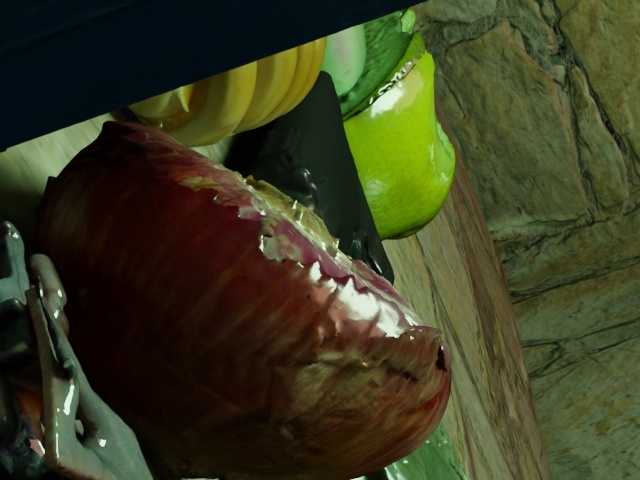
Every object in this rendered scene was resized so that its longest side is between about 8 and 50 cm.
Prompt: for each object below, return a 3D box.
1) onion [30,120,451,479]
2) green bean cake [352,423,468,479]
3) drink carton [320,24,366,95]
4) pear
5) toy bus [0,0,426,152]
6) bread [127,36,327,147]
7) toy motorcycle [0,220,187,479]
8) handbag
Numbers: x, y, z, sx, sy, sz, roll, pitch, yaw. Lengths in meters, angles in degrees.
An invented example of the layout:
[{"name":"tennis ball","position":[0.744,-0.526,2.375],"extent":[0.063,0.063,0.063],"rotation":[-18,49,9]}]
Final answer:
[{"name":"onion","position":[-0.050,0.052,0.611],"extent":[0.230,0.163,0.230],"rotation":[29,0,0]},{"name":"green bean cake","position":[0.035,0.188,0.870],"extent":[0.222,0.125,0.227],"rotation":[-90,154,-59]},{"name":"drink carton","position":[-0.019,-0.217,1.167],"extent":[0.142,0.146,0.144],"rotation":[74,22,-55]},{"name":"pear","position":[0.061,-0.107,1.332],"extent":[0.292,0.159,0.292],"rotation":[-16,90,-82]},{"name":"toy bus","position":[-0.048,-0.145,0.539],"extent":[0.175,0.288,0.138],"rotation":[-63,134,-75]},{"name":"bread","position":[-0.068,-0.162,0.893],"extent":[0.311,0.121,0.173],"rotation":[-59,130,-72]},{"name":"toy motorcycle","position":[-0.108,0.074,0.465],"extent":[0.118,0.084,0.212],"rotation":[56,8,-50]},{"name":"handbag","position":[0.000,0.000,1.064],"extent":[0.275,0.088,0.244],"rotation":[-85,155,-66]}]
